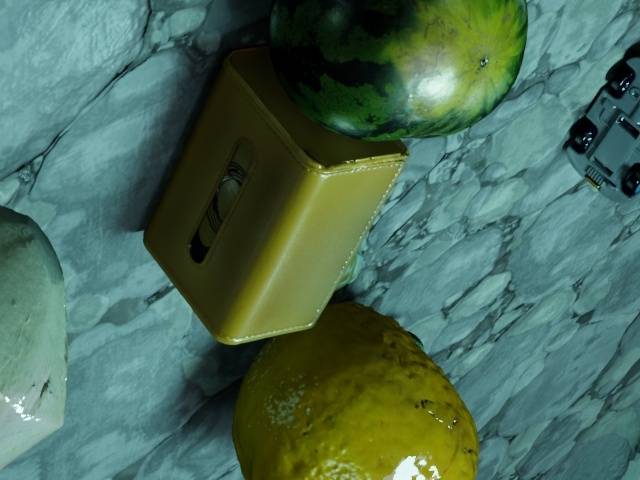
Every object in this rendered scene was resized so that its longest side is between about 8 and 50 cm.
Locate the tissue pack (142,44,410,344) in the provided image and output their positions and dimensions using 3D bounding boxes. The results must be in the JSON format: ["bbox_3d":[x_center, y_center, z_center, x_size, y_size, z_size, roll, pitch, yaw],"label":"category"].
[{"bbox_3d":[-0.056,-0.048,1.999,0.145,0.194,0.274,-15,144,-42],"label":"tissue pack"}]

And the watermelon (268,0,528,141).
[{"bbox_3d":[0.077,-0.220,1.843,0.269,0.269,0.269,-31,153,-18],"label":"watermelon"}]

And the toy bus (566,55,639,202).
[{"bbox_3d":[0.458,-0.166,2.592,0.136,0.126,0.209,-23,150,-49],"label":"toy bus"}]

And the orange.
[{"bbox_3d":[0.040,0.258,2.451,0.293,0.340,0.340,-39,154,-3],"label":"orange"}]

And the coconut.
[{"bbox_3d":[-0.373,0.090,1.673,0.309,0.297,0.297,-41,154,3],"label":"coconut"}]

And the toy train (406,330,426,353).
[{"bbox_3d":[0.049,0.240,2.714,0.285,0.116,0.177,-46,166,9],"label":"toy train"}]

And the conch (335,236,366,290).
[{"bbox_3d":[0.000,0.008,2.276,0.173,0.106,0.116,-32,137,-61],"label":"conch"}]
